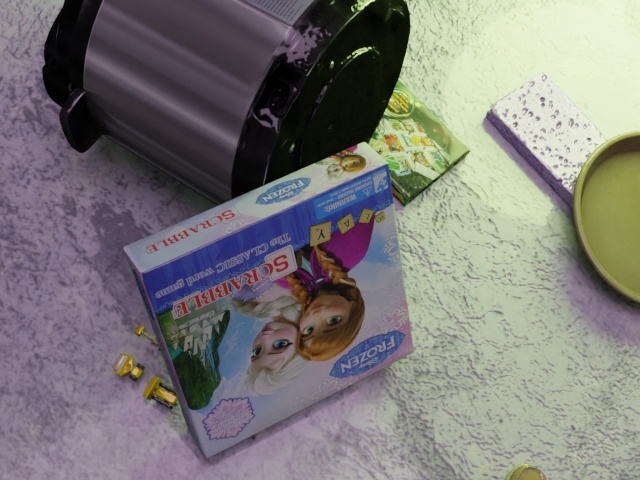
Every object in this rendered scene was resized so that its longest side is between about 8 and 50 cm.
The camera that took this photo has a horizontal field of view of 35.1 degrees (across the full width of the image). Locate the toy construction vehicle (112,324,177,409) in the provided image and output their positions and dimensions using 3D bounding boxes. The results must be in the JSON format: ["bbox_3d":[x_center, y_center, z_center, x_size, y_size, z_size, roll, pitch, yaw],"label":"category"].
[{"bbox_3d":[-0.217,0.167,1.339,0.098,0.035,0.086,25,77,8],"label":"toy construction vehicle"}]

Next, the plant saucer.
[{"bbox_3d":[0.493,-0.027,1.481,0.277,0.041,0.278,3,72,-11],"label":"plant saucer"}]

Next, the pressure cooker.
[{"bbox_3d":[-0.135,-0.262,1.337,0.420,0.376,0.370,30,24,16],"label":"pressure cooker"}]

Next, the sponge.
[{"bbox_3d":[0.364,-0.152,1.545,0.117,0.031,0.210,-35,74,-18],"label":"sponge"}]

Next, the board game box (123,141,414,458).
[{"bbox_3d":[-0.046,0.079,1.247,0.318,0.318,0.066,-25,41,-16],"label":"board game box"}]

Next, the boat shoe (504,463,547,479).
[{"bbox_3d":[0.236,0.345,1.151,0.068,0.072,0.190,10,65,-3],"label":"boat shoe"}]

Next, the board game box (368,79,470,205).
[{"bbox_3d":[0.089,-0.184,1.529,0.136,0.030,0.260,-38,75,-18],"label":"board game box"}]
